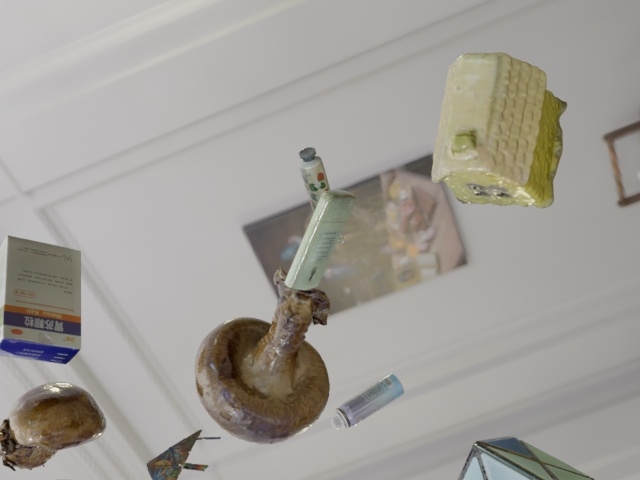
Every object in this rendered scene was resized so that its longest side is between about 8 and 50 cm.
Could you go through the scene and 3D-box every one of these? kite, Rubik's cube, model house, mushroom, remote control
[{"bbox_3d":[-0.298,0.468,1.767,0.160,0.183,0.010,19,-168,-43],"label":"kite"},{"bbox_3d":[0.451,0.613,1.941,0.246,0.248,0.250,23,-175,34],"label":"Rubik's cube"},{"bbox_3d":[0.263,-0.165,1.270,0.234,0.174,0.193,27,-107,-66],"label":"model house"},{"bbox_3d":[-0.105,0.311,2.051,0.331,0.356,0.334,44,-143,-25],"label":"mushroom"},{"bbox_3d":[0.000,0.000,1.803,0.038,0.234,0.098,35,-157,33],"label":"remote control"},{"bbox_3d":[-0.713,0.478,2.213,0.263,0.283,0.195,3,115,52],"label":"mushroom"}]

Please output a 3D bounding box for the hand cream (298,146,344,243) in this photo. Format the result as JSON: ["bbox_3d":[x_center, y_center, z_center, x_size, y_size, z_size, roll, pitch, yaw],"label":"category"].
[{"bbox_3d":[-0.001,-0.111,2.164,0.095,0.059,0.276,22,140,43],"label":"hand cream"}]

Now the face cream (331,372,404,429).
[{"bbox_3d":[0.131,0.474,2.464,0.075,0.229,0.075,52,160,28],"label":"face cream"}]

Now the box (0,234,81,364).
[{"bbox_3d":[-0.723,0.151,2.164,0.200,0.106,0.299,15,-130,-34],"label":"box"}]
